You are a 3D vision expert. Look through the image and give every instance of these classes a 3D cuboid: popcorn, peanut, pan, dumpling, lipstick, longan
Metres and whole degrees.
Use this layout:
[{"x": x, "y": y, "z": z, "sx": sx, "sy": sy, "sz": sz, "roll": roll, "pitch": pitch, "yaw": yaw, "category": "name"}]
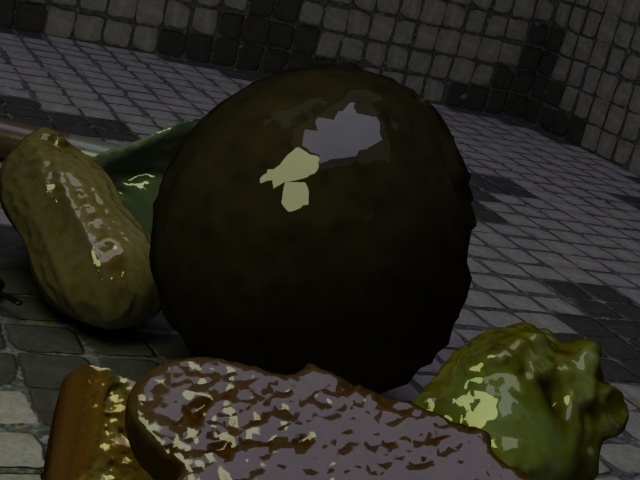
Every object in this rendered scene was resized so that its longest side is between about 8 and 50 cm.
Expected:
[{"x": 0.146, "y": 0.206, "z": 1.032, "sx": 0.174, "sy": 0.225, "sz": 0.286, "roll": 35, "pitch": 54, "yaw": 7, "category": "popcorn"}, {"x": -0.302, "y": -0.011, "z": 1.398, "sx": 0.152, "sy": 0.152, "sz": 0.313, "roll": -5, "pitch": 50, "yaw": -49, "category": "peanut"}, {"x": -0.394, "y": 0.064, "z": 1.348, "sx": 0.115, "sy": 0.023, "sz": 0.068, "roll": 22, "pitch": 17, "yaw": 32, "category": "pan"}, {"x": -0.185, "y": -0.041, "z": 1.598, "sx": 0.270, "sy": 0.211, "sz": 0.321, "roll": -20, "pitch": 1, "yaw": 44, "category": "dumpling"}, {"x": -0.465, "y": -0.156, "z": 1.939, "sx": 0.255, "sy": 0.070, "sz": 0.070, "roll": 13, "pitch": 16, "yaw": -6, "category": "lipstick"}, {"x": 0.000, "y": 0.000, "z": 1.266, "sx": 0.391, "sy": 0.391, "sz": 0.391, "roll": 13, "pitch": 16, "yaw": -4, "category": "longan"}]

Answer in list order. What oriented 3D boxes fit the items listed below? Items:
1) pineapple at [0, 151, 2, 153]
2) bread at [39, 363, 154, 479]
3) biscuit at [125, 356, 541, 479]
[{"x": -0.479, "y": -0.056, "z": 1.434, "sx": 0.175, "sy": 0.175, "sz": 0.361, "roll": 7, "pitch": 20, "yaw": -24, "category": "pineapple"}, {"x": -0.176, "y": 0.216, "z": 0.987, "sx": 0.140, "sy": 0.169, "sz": 0.160, "roll": 12, "pitch": -24, "yaw": -9, "category": "bread"}, {"x": -0.010, "y": 0.256, "z": 0.762, "sx": 0.368, "sy": 0.076, "sz": 0.394, "roll": 18, "pitch": 41, "yaw": 9, "category": "biscuit"}]
